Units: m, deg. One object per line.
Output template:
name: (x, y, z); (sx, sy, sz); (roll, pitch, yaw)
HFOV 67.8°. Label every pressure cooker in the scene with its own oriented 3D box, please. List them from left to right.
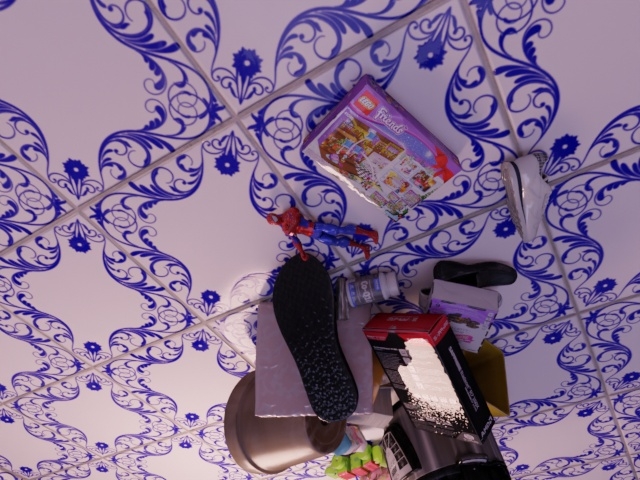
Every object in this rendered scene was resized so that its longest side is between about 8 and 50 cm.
pressure cooker: (0.421, 0.743, 1.567); (0.375, 0.421, 0.370); (-34, 128, 19)

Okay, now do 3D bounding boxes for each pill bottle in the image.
pill bottle: (0.143, 0.130, 1.297); (0.137, 0.078, 0.078); (-14, 129, 14)

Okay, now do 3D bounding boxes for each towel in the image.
towel: (-0.017, 0.328, 1.341); (0.331, 0.317, 0.053); (-1, 161, 2)

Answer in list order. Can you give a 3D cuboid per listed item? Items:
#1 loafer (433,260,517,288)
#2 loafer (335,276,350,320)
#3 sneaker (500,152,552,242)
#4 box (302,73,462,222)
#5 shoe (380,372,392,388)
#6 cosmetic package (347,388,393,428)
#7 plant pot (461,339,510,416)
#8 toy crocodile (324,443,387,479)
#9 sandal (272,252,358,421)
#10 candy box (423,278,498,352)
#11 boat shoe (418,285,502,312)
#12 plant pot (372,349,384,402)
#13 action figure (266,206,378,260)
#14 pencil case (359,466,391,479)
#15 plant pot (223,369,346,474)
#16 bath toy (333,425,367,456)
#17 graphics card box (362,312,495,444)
loafer: (0.411, 0.101, 1.262); (0.223, 0.078, 0.076); (3, 131, -1)
loafer: (0.065, 0.163, 1.332); (0.039, 0.045, 0.125); (0, 98, -13)
sneaker: (0.485, -0.091, 1.096); (0.094, 0.090, 0.235); (-21, 129, 7)
box: (0.135, -0.187, 1.039); (0.293, 0.057, 0.201); (34, 124, -24)
shoe: (0.284, 0.469, 1.595); (0.218, 0.058, 0.077); (1, 131, 1)
cosmetic package: (0.119, 0.546, 1.625); (0.237, 0.127, 0.107); (14, 130, -7)
plant pot: (0.431, 0.420, 1.466); (0.212, 0.212, 0.187); (34, 135, -24)
toy crocodile: (0.153, 0.919, 1.956); (0.340, 0.105, 0.115); (-35, 121, 28)
sandal: (-0.016, 0.255, 1.280); (0.167, 0.107, 0.447); (-14, 88, 6)
candy box: (0.359, 0.202, 1.256); (0.164, 0.070, 0.196); (11, 137, 9)
boat shoe: (0.383, 0.158, 1.309); (0.226, 0.083, 0.076); (-8, 131, 10)
plant pot: (0.092, 0.376, 1.447); (0.187, 0.205, 0.205); (19, 130, 6)
action figure: (0.000, 0.000, 1.159); (0.280, 0.139, 0.092); (16, 128, -9)
pencil case: (0.312, 0.968, 1.898); (0.160, 0.167, 0.386); (48, 135, 0)
plant pot: (-0.085, 0.547, 1.458); (0.280, 0.323, 0.323); (-19, 130, 40)
bath toy: (0.069, 0.716, 1.719); (0.129, 0.151, 0.348); (-34, 151, 0)
graphics card box: (0.291, 0.365, 1.285); (0.232, 0.094, 0.371); (-10, 112, 49)
